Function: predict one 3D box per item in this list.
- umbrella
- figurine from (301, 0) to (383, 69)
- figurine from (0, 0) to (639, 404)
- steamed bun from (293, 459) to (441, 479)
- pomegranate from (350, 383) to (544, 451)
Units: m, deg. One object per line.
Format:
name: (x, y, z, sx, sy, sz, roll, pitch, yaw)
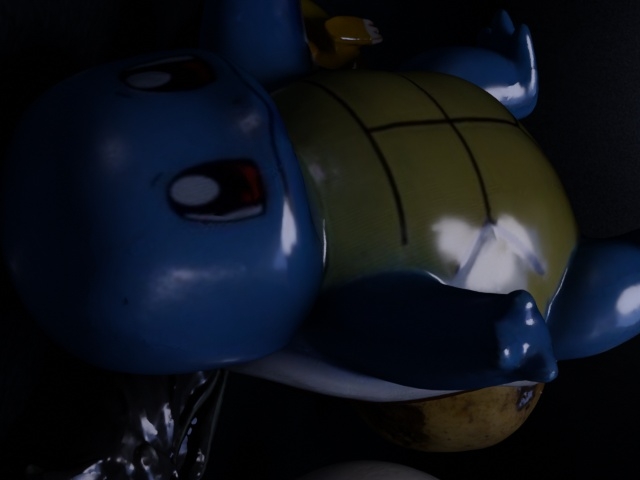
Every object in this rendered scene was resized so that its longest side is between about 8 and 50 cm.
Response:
umbrella: (-0.107, 0.126, 0.607, 0.357, 0.106, 0.113, -65, 155, -45)
figurine: (-0.041, -0.078, 0.748, 0.122, 0.121, 0.176, -38, 159, -31)
figurine: (0.035, -0.018, 0.624, 0.416, 0.243, 0.297, 23, 40, -57)
steamed bun: (0.022, 0.354, 1.073, 0.309, 0.309, 0.309, 14, 90, -78)
pomegranate: (0.151, 0.123, 1.435, 0.281, 0.281, 0.281, 14, 90, -78)
